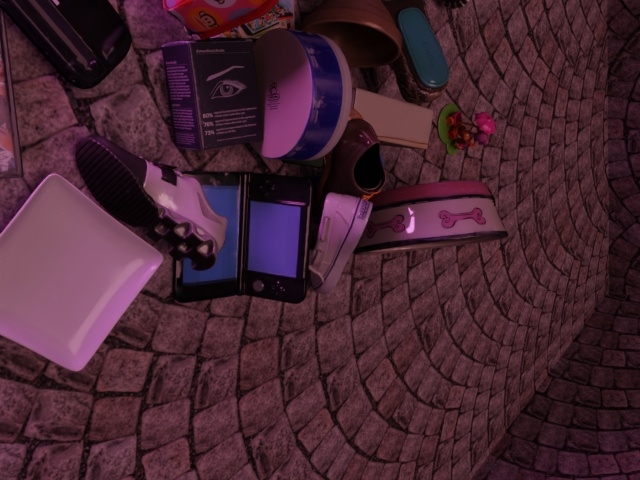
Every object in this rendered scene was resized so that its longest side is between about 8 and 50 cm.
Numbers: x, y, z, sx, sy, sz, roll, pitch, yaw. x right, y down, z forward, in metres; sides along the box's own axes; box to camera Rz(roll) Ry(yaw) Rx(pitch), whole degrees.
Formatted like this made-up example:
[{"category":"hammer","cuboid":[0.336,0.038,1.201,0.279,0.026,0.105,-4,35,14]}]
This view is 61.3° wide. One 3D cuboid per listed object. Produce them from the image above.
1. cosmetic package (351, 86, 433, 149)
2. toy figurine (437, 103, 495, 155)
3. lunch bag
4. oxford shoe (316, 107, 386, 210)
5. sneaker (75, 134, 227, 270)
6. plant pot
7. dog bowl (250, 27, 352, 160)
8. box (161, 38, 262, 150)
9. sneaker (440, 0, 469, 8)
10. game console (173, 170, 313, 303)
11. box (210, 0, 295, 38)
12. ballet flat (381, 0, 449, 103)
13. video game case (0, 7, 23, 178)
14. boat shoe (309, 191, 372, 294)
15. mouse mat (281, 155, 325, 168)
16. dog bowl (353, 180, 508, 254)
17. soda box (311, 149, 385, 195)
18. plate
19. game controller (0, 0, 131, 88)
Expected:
[{"category":"cosmetic package","cuboid":[0.133,-0.311,1.390,0.310,0.160,0.113,-1,102,-43]},{"category":"toy figurine","cuboid":[0.476,-0.345,1.711,0.130,0.159,0.173,-35,123,-33]},{"category":"lunch bag","cuboid":[-0.178,-0.513,0.969,0.120,0.258,0.293,34,54,-50]},{"category":"oxford shoe","cuboid":[0.077,-0.126,1.262,0.130,0.132,0.363,-32,147,-18]},{"category":"sneaker","cuboid":[-0.317,-0.093,1.054,0.330,0.123,0.146,46,39,-26]},{"category":"plant pot","cuboid":[0.074,-0.494,1.236,0.237,0.237,0.109,13,83,-45]},{"category":"dog bowl","cuboid":[-0.060,-0.301,1.131,0.104,0.265,0.264,-7,105,-41]},{"category":"box","cuboid":[-0.216,-0.296,1.092,0.153,0.108,0.207,-18,112,-40]},{"category":"sneaker","cuboid":[0.378,-0.844,1.532,0.147,0.130,0.329,-50,135,-42]},{"category":"game console","cuboid":[-0.166,0.001,1.183,0.173,0.250,0.292,-26,121,-67]},{"category":"box","cuboid":[-0.146,-0.491,1.159,0.207,0.036,0.114,-17,112,-40]},{"category":"ballet flat","cuboid":[0.185,-0.572,1.343,0.164,0.182,0.482,-19,97,-21]},{"category":"video game case","cuboid":[-0.594,-0.221,0.799,0.248,0.035,0.274,-12,109,-42]},{"category":"boat shoe","cuboid":[-0.002,0.006,1.316,0.367,0.157,0.135,114,-3,-58]},{"category":"mouse mat","cuboid":[-0.040,-0.245,1.218,0.007,0.190,0.152,-5,104,-35]},{"category":"dog bowl","cuboid":[0.285,-0.056,1.459,0.408,0.408,0.150,-3,85,-44]},{"category":"soda box","cuboid":[0.076,-0.182,1.433,0.210,0.067,0.071,-38,125,-32]},{"category":"plate","cuboid":[-0.470,0.064,0.987,0.278,0.045,0.277,-58,133,-17]},{"category":"game controller","cuboid":[-0.444,-0.410,0.873,0.319,0.067,0.166,56,39,-38]}]
